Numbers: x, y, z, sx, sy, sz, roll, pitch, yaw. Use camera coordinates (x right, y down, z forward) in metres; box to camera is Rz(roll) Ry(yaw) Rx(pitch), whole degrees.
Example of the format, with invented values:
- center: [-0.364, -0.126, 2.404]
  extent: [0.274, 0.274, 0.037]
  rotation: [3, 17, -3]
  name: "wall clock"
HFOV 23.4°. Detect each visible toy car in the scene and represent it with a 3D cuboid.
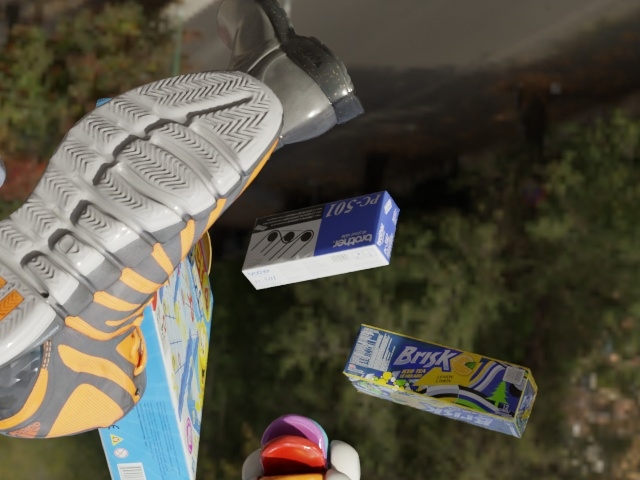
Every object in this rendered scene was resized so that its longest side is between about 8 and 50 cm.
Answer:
- center: [-0.034, 0.301, 2.052]
  extent: [0.159, 0.136, 0.182]
  rotation: [-7, -160, 8]
  name: "toy car"

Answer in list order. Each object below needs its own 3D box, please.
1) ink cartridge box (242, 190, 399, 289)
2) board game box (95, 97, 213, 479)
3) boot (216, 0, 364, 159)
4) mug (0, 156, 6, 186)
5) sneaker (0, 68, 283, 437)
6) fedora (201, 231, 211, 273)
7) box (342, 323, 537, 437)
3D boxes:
- center: [0.000, 0.000, 2.081]
  extent: [0.207, 0.097, 0.046]
  rotation: [-12, 136, 28]
  name: "ink cartridge box"
- center: [-0.187, 0.055, 1.640]
  extent: [0.086, 0.302, 0.308]
  rotation: [-4, 130, 4]
  name: "board game box"
- center: [-0.115, -0.180, 1.831]
  extent: [0.223, 0.118, 0.338]
  rotation: [-33, -148, -8]
  name: "boot"
- center: [-0.512, -0.194, 1.715]
  extent: [0.374, 0.328, 0.276]
  rotation: [-31, 169, 40]
  name: "mug"
- center: [-0.149, 0.017, 1.149]
  extent: [0.124, 0.321, 0.180]
  rotation: [41, 162, 30]
  name: "sneaker"
- center: [-0.254, 0.029, 2.333]
  extent: [0.194, 0.194, 0.079]
  rotation: [-2, 160, 33]
  name: "fedora"
- center: [0.112, 0.130, 1.434]
  extent: [0.169, 0.054, 0.059]
  rotation: [15, 162, 21]
  name: "box"
